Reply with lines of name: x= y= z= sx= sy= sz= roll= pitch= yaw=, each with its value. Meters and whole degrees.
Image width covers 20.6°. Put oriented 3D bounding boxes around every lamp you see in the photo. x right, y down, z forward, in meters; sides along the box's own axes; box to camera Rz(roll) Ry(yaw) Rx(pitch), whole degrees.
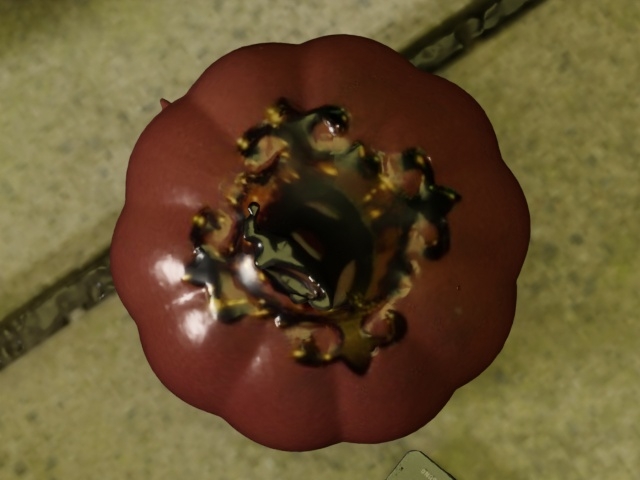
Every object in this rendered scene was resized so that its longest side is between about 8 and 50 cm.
lamp: x=0.000 y=0.000 z=0.747 sx=0.182 sy=0.140 sz=0.182 roll=0 pitch=85 yaw=-2

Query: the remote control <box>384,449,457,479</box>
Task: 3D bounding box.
remote control: x=0.025 y=0.140 z=0.791 sx=0.039 sy=0.014 sz=0.096 roll=40 pitch=86 yaw=5
